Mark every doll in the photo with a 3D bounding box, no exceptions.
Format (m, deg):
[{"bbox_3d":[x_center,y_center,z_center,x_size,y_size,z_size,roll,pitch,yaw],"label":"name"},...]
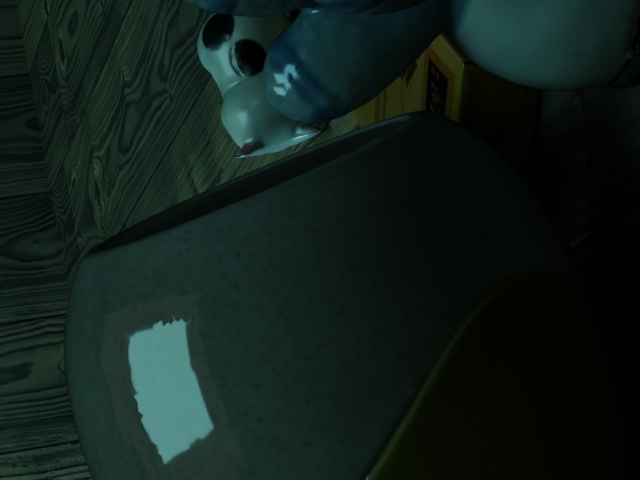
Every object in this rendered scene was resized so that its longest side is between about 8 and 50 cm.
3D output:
[{"bbox_3d":[-0.068,-0.175,2.165,0.107,0.110,0.180,58,-167,-74],"label":"doll"}]

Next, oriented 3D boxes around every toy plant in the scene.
[{"bbox_3d":[0.050,-0.204,1.391,0.247,0.332,0.247,174,90,-74],"label":"toy plant"}]

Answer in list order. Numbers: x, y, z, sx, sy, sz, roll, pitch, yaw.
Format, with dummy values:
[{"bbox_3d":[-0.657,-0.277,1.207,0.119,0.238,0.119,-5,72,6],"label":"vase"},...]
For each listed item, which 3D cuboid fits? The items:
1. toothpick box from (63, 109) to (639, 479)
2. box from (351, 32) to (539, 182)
[{"bbox_3d":[0.030,0.151,1.475,0.425,0.409,0.409,66,164,-6],"label":"toothpick box"},{"bbox_3d":[0.097,-0.141,1.700,0.274,0.076,0.174,-122,27,-53],"label":"box"}]
